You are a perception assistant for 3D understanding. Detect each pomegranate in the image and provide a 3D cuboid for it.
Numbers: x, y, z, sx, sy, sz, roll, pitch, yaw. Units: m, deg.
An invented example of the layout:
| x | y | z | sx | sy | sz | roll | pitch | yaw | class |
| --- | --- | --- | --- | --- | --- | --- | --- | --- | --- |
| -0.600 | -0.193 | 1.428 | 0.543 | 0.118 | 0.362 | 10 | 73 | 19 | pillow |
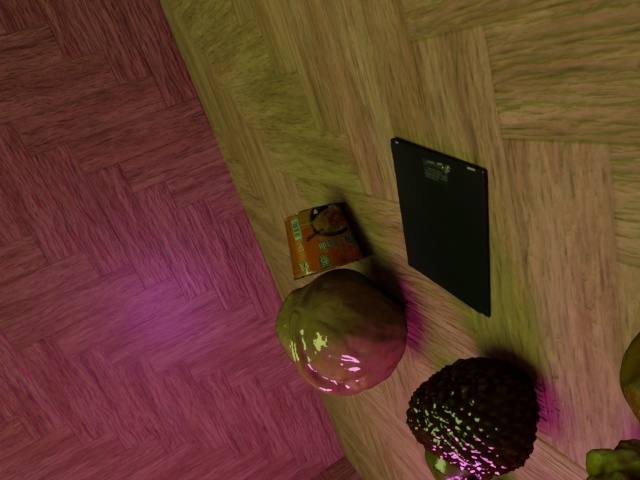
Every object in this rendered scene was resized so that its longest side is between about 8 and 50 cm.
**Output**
| x | y | z | sx | sy | sz | roll | pitch | yaw | class |
| --- | --- | --- | --- | --- | --- | --- | --- | --- | --- |
| 0.361 | 0.559 | 1.213 | 0.179 | 0.179 | 0.210 | 61 | -178 | 6 | pomegranate |

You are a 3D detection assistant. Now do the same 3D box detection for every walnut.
| x | y | z | sx | sy | sz | roll | pitch | yaw | class |
| --- | --- | --- | --- | --- | --- | --- | --- | --- | --- |
| 0.065 | 0.255 | 1.305 | 0.381 | 0.381 | 0.381 | 53 | 159 | 30 | walnut |

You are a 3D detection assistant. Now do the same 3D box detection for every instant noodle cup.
| x | y | z | sx | sy | sz | roll | pitch | yaw | class |
| --- | --- | --- | --- | --- | --- | --- | --- | --- | --- |
| 0.000 | 0.000 | 1.358 | 0.230 | 0.230 | 0.182 | 152 | 100 | -72 | instant noodle cup |

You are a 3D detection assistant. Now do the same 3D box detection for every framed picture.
| x | y | z | sx | sy | sz | roll | pitch | yaw | class |
| --- | --- | --- | --- | --- | --- | --- | --- | --- | --- |
| 0.246 | -0.028 | 0.945 | 0.255 | 0.014 | 0.338 | 38 | 150 | 52 | framed picture |

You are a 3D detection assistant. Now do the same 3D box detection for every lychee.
| x | y | z | sx | sy | sz | roll | pitch | yaw | class |
| --- | --- | --- | --- | --- | --- | --- | --- | --- | --- |
| 0.309 | 0.349 | 0.927 | 0.236 | 0.271 | 0.235 | -178 | 90 | -77 | lychee |

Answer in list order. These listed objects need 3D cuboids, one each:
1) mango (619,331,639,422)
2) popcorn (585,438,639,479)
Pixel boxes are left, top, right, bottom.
| x | y | z | sx | sy | sz | roll | pitch | yaw | class |
| --- | --- | --- | --- | --- | --- | --- | --- | --- | --- |
| 0.467 | 0.200 | 0.439 | 0.329 | 0.175 | 0.176 | 38 | 178 | 15 | mango |
| 0.495 | 0.398 | 0.599 | 0.225 | 0.174 | 0.286 | 58 | 154 | -10 | popcorn |
